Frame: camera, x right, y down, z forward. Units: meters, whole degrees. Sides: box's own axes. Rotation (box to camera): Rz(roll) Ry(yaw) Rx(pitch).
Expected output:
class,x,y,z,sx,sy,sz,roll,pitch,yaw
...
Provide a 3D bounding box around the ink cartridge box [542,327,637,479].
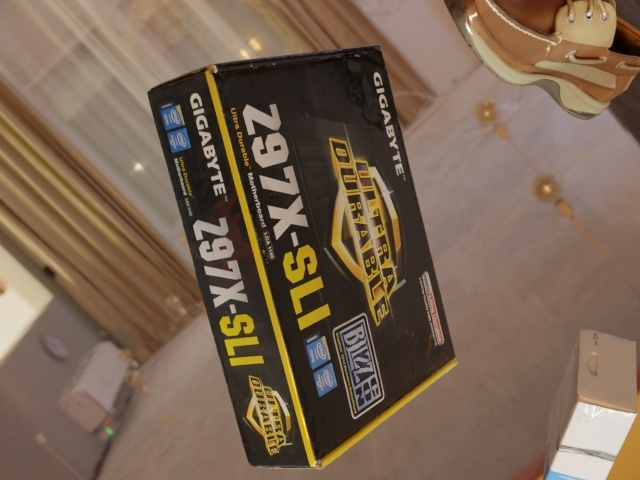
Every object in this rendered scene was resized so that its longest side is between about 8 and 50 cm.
class,x,y,z,sx,sy,sz,roll,pitch,yaw
ink cartridge box,0.366,0.238,1.293,0.140,0.082,0.191,-68,170,-48

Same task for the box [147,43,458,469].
class,x,y,z,sx,sy,sz,roll,pitch,yaw
box,0.000,0.000,0.827,0.079,0.322,0.257,-10,-173,37

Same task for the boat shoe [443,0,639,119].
class,x,y,z,sx,sy,sz,roll,pitch,yaw
boat shoe,0.247,-0.229,0.994,0.120,0.123,0.324,-35,152,31
